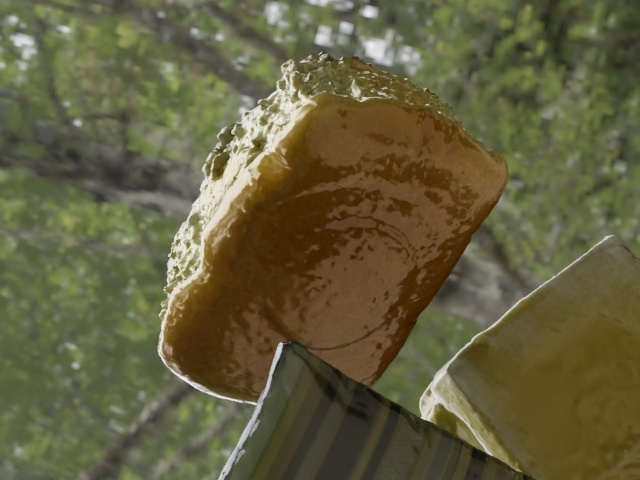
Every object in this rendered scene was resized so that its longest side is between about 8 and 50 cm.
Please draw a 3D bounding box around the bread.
[{"bbox_3d":[0.000,0.000,1.074,0.174,0.121,0.245,23,-65,-22],"label":"bread"}]

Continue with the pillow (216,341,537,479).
[{"bbox_3d":[0.022,0.190,0.864,0.212,0.052,0.208,30,-93,-12],"label":"pillow"}]

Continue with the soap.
[{"bbox_3d":[0.239,0.168,1.187,0.199,0.315,0.091,-35,-12,-20],"label":"soap"}]
